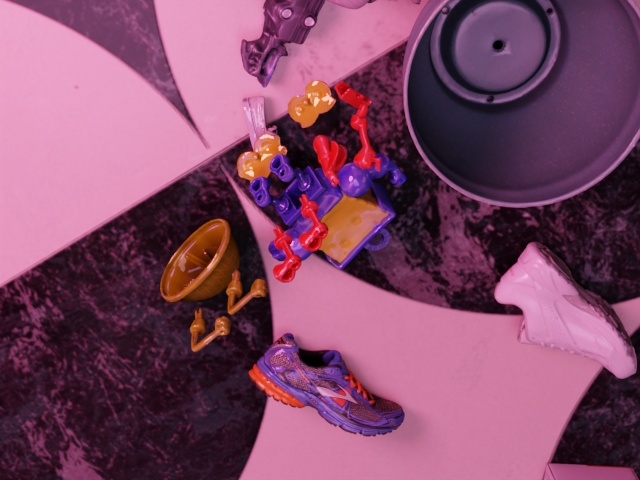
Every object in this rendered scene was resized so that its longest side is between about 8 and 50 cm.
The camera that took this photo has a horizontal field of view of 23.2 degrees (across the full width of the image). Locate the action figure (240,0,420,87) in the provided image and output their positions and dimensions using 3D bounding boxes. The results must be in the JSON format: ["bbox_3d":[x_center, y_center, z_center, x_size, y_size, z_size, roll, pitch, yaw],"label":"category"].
[{"bbox_3d":[-0.018,-0.304,1.770,0.330,0.178,0.341,1,121,-37],"label":"action figure"}]

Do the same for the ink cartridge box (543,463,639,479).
[{"bbox_3d":[0.373,0.409,2.199,0.127,0.072,0.175,3,113,-9],"label":"ink cartridge box"}]

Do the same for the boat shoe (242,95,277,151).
[{"bbox_3d":[-0.070,-0.132,1.933,0.035,0.035,0.100,-13,108,2],"label":"boat shoe"}]

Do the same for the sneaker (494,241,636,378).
[{"bbox_3d":[0.320,0.110,2.065,0.115,0.090,0.232,-42,103,18],"label":"sneaker"}]

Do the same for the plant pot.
[{"bbox_3d":[0.227,-0.212,1.844,0.293,0.196,0.293,-3,114,-6],"label":"plant pot"}]

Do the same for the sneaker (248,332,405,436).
[{"bbox_3d":[0.019,0.192,2.062,0.221,0.083,0.087,24,101,-19],"label":"sneaker"}]

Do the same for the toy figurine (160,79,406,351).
[{"bbox_3d":[0.000,0.000,1.920,0.217,0.191,0.362,25,115,-43],"label":"toy figurine"}]
